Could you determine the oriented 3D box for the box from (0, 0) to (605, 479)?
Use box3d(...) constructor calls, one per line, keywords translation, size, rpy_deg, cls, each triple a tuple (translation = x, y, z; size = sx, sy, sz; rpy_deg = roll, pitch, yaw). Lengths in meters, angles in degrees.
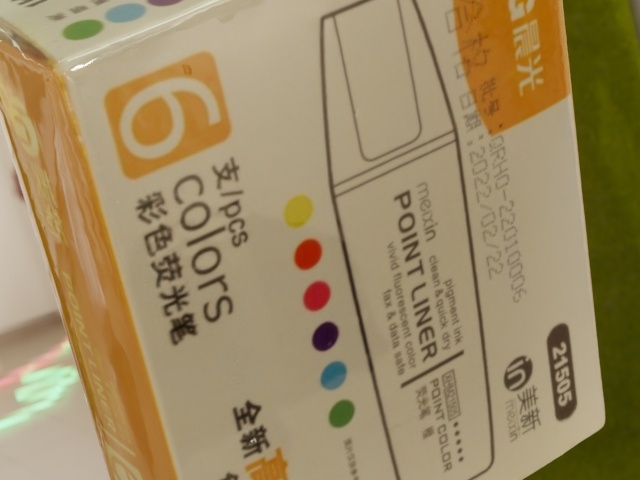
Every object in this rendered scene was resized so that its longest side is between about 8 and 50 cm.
box3d(translation=(0.000, 0.000, 0.639), size=(0.220, 0.274, 0.091), rpy_deg=(-28, 32, -23), cls="box")
